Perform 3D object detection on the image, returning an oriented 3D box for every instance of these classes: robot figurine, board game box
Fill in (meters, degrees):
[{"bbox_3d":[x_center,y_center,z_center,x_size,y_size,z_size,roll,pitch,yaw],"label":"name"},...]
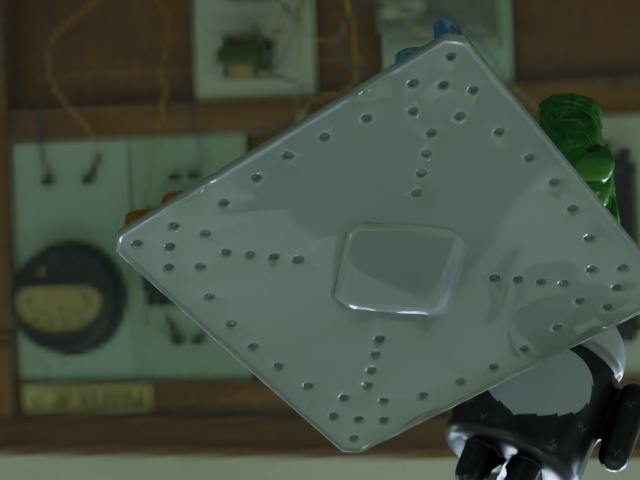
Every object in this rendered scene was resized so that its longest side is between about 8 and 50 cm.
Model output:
[{"bbox_3d":[0.252,0.190,1.916,0.209,0.278,0.173,35,155,-15],"label":"robot figurine"},{"bbox_3d":[0.072,0.013,1.559,0.390,0.050,0.390,-30,127,22],"label":"board game box"}]

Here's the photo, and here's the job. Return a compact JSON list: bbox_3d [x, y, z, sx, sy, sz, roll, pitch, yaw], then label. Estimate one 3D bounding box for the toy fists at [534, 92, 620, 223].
[{"bbox_3d":[0.274,-0.026,1.777,0.096,0.142,0.279,3,146,4],"label":"toy fists"}]
